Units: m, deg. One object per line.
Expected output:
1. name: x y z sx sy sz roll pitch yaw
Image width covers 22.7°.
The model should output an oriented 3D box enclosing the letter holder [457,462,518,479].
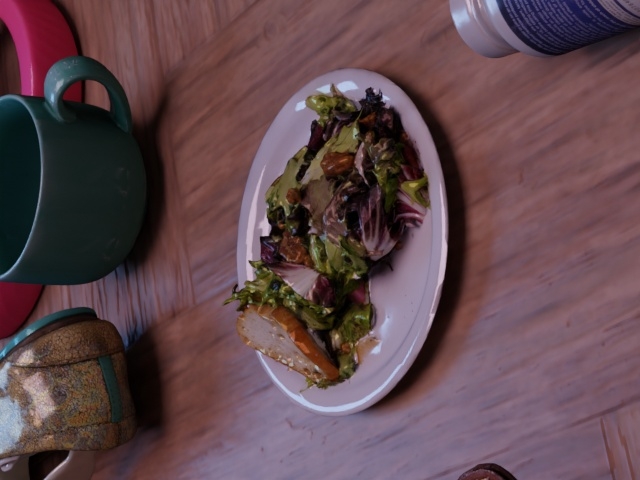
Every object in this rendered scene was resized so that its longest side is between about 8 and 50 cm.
1. letter holder: 0.128 0.256 0.618 0.214 0.152 0.302 -56 46 32

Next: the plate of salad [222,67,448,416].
1. plate of salad: 0.000 0.000 0.905 0.200 0.048 0.199 -10 78 54

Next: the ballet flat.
1. ballet flat: -0.238 0.164 1.166 0.348 0.123 0.123 -37 57 46

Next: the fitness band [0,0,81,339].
1. fitness band: -0.269 -0.062 1.275 0.209 0.054 0.290 34 115 50

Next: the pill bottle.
1. pill bottle: 0.117 -0.123 0.740 0.120 0.067 0.067 -15 74 52

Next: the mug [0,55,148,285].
1. mug: -0.172 -0.038 1.102 0.158 0.097 0.129 -31 61 47
